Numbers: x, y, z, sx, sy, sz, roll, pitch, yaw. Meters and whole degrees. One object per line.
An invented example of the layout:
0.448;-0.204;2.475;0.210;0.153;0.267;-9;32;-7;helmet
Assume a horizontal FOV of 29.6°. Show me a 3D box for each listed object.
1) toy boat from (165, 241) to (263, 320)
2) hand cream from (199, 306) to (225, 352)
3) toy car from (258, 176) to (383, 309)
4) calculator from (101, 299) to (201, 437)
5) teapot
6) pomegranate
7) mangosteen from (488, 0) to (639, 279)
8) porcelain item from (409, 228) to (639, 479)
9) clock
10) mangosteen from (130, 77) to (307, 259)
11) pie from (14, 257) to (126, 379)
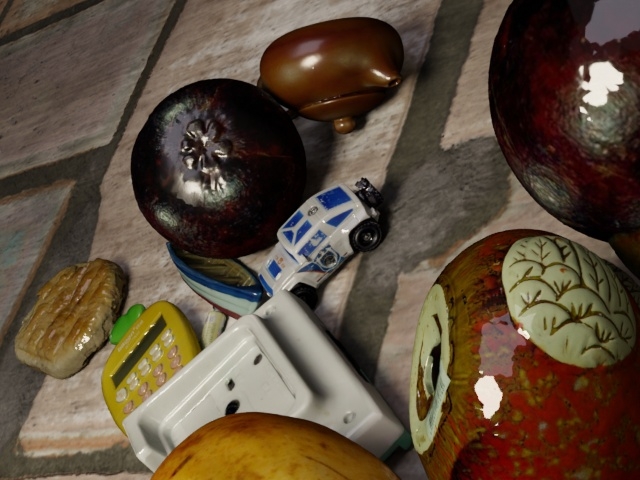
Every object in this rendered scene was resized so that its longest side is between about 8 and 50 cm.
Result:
-0.123;0.046;1.444;0.229;0.080;0.046;31;115;56;toy boat
-0.132;0.123;1.415;0.035;0.022;0.102;-12;53;42;hand cream
0.000;0.000;1.348;0.171;0.070;0.080;-45;34;4;toy car
-0.202;0.151;1.437;0.146;0.032;0.235;-50;34;9;calculator
0.004;-0.192;1.484;0.252;0.178;0.135;-14;85;49;teapot
-0.032;0.272;0.966;0.264;0.264;0.264;-28;39;26;pomegranate
0.298;-0.124;0.956;0.330;0.330;0.330;-28;39;26;mangosteen
0.191;0.117;0.946;0.253;0.253;0.253;-28;39;26;porcelain item
-0.067;0.183;1.203;0.231;0.116;0.262;-45;36;3;clock
-0.119;-0.077;1.455;0.216;0.216;0.216;-28;39;26;mangosteen
-0.334;0.100;1.630;0.195;0.046;0.195;-28;40;27;pie
